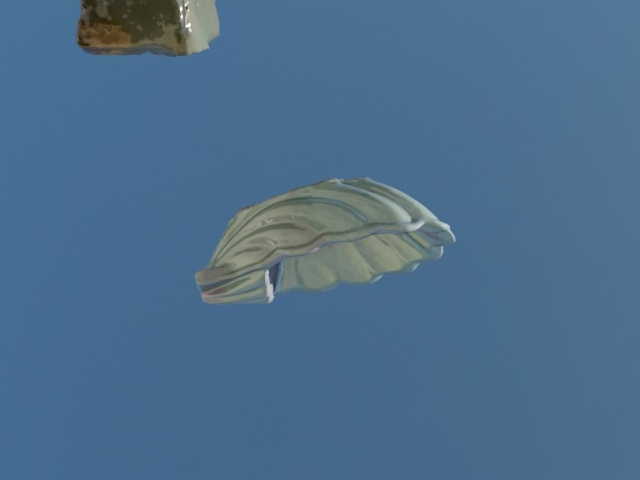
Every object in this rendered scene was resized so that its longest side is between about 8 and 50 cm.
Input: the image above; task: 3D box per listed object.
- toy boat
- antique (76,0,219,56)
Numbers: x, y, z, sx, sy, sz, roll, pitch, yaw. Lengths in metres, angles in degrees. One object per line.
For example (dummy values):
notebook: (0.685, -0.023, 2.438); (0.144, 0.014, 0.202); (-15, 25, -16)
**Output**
toy boat: (0.000, 0.000, 1.203); (0.290, 0.199, 0.100); (-15, -109, -2)
antique: (-0.210, -0.368, 1.283); (0.150, 0.125, 0.284); (5, -71, 12)
